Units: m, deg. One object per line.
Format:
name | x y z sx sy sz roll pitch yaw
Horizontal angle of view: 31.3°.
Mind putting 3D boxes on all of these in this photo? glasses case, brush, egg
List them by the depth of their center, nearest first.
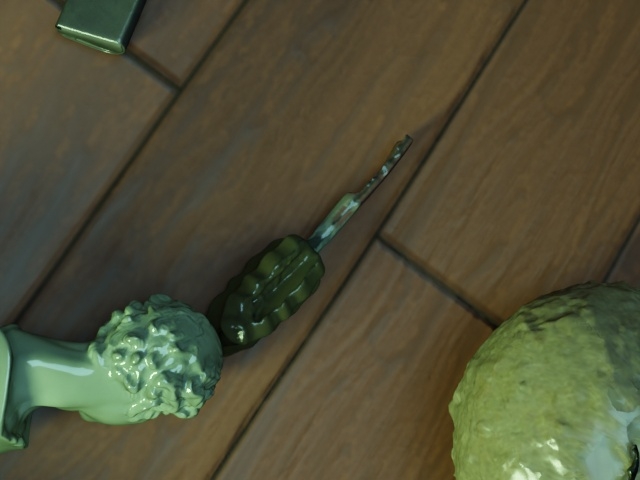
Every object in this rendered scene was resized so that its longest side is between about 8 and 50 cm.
egg | 0.254 0.184 1.115 0.279 0.279 0.310 37 77 -11
glasses case | -0.194 -0.280 1.130 0.072 0.042 0.190 22 79 -7
brush | 0.000 0.000 1.149 0.071 0.084 0.301 46 68 -7

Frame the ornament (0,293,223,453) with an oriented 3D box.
ornament | -0.228 0.124 1.036 0.285 0.130 0.120 -10 75 -18
